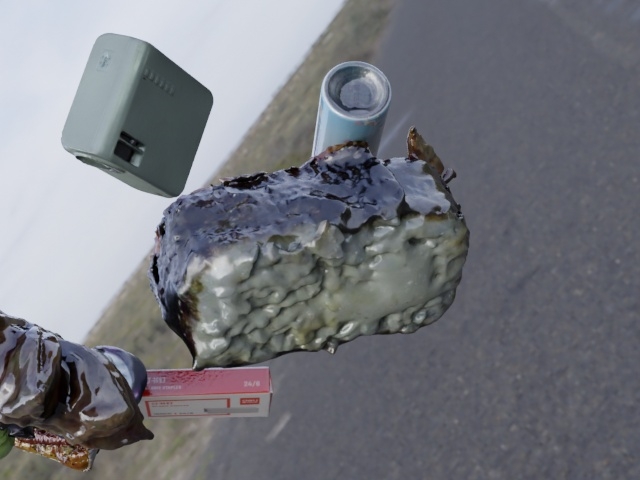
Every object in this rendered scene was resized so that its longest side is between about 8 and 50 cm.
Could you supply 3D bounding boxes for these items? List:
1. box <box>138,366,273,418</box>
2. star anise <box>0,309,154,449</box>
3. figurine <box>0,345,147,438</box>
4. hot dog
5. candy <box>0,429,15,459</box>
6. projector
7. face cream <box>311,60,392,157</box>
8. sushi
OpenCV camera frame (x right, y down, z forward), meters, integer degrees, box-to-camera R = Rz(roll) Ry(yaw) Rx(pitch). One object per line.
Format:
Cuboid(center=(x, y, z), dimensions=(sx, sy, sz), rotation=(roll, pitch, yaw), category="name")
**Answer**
Cuboid(center=(-0.194, 0.248, 1.741), dimensions=(0.123, 0.229, 0.050), rotation=(100, 168, -61), category="box")
Cuboid(center=(-0.317, 0.131, 1.098), dimensions=(0.315, 0.315, 0.108), rotation=(167, 125, -80), category="star anise")
Cuboid(center=(-0.372, 0.227, 1.624), dimensions=(0.145, 0.222, 0.145), rotation=(175, 90, -90), category="figurine")
Cuboid(center=(-0.439, 0.308, 1.738), dimensions=(0.059, 0.191, 0.108), rotation=(-31, -53, -57), category="hot dog")
Cuboid(center=(-0.560, 0.193, 1.608), dimensions=(0.092, 0.335, 0.093), rotation=(-17, 21, 18), category="candy")
Cuboid(center=(-0.295, -0.195, 1.748), dimensions=(0.250, 0.108, 0.198), rotation=(32, -107, -64), category="projector")
Cuboid(center=(0.029, -0.107, 1.201), dimensions=(0.075, 0.075, 0.229), rotation=(-53, -10, -22), category="face cream")
Cuboid(center=(0.000, 0.000, 1.093), dimensions=(0.343, 0.182, 0.196), rotation=(-13, -37, -17), category="sushi")
